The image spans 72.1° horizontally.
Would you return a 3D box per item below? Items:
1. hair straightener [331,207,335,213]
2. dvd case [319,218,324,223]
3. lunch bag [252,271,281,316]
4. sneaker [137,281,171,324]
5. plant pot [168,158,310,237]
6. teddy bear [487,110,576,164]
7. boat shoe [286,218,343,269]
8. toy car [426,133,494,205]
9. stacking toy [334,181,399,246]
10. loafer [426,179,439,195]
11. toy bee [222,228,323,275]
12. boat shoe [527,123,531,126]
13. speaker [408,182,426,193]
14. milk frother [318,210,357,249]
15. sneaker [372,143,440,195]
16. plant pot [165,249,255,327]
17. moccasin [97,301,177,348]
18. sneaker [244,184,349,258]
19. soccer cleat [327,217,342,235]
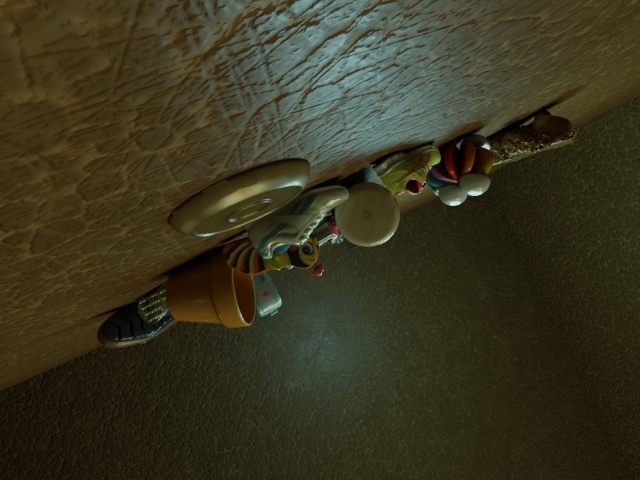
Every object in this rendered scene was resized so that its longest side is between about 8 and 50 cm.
[{"bbox_3d":[-0.061,-0.038,1.129,0.230,0.047,0.089,-20,178,25],"label":"hair straightener"},{"bbox_3d":[-0.105,0.000,1.278,0.164,0.018,0.221,-38,-170,-39],"label":"dvd case"},{"bbox_3d":[-0.228,0.165,1.565,0.108,0.224,0.279,-24,177,-11],"label":"lunch bag"},{"bbox_3d":[-0.420,0.160,1.345,0.293,0.102,0.146,-22,-177,32],"label":"sneaker"},{"bbox_3d":[-0.118,-0.057,0.689,0.236,0.032,0.236,-24,177,-2],"label":"plant pot"},{"bbox_3d":[0.583,-0.302,1.349,0.245,0.113,0.338,-13,177,-36],"label":"teddy bear"},{"bbox_3d":[-0.001,0.000,1.635,0.320,0.103,0.118,-24,176,-10],"label":"boat shoe"},{"bbox_3d":[0.347,-0.190,1.138,0.136,0.159,0.182,16,158,-23],"label":"toy car"},{"bbox_3d":[0.115,-0.083,1.096,0.141,0.141,0.330,-25,-173,10],"label":"stacking toy"},{"bbox_3d":[0.447,-0.231,1.491,0.251,0.094,0.087,-33,177,-39],"label":"loafer"},{"bbox_3d":[-0.070,0.025,1.017,0.298,0.162,0.195,-22,-173,31],"label":"toy bee"},{"bbox_3d":[0.699,-0.352,1.516,0.059,0.063,0.170,-30,178,-17],"label":"boat shoe"},{"bbox_3d":[0.315,-0.185,1.449,0.055,0.055,0.136,-25,176,6],"label":"speaker"},{"bbox_3d":[0.068,-0.032,1.404,0.143,0.135,0.129,-26,175,21],"label":"milk frother"},{"bbox_3d":[0.203,-0.149,0.970,0.208,0.094,0.081,-23,175,-37],"label":"sneaker"},{"bbox_3d":[-0.288,0.133,1.147,0.188,0.205,0.205,-9,177,4],"label":"plant pot"},{"bbox_3d":[-0.593,0.267,1.483,0.147,0.139,0.380,-35,-178,21],"label":"moccasin"},{"bbox_3d":[-0.039,-0.043,0.914,0.228,0.092,0.087,-26,174,2],"label":"sneaker"},{"bbox_3d":[0.140,-0.096,1.551,0.248,0.083,0.095,-29,-154,-11],"label":"soccer cleat"}]
